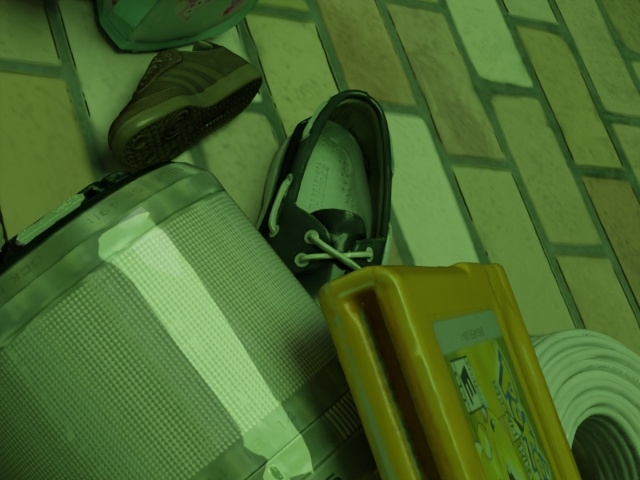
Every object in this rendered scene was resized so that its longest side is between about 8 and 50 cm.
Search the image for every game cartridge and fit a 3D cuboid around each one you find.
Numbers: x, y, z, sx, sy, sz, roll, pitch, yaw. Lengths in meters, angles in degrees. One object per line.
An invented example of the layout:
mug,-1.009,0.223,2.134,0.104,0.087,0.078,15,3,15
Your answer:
game cartridge,0.115,0.150,0.867,0.324,0.053,0.285,-1,70,-70

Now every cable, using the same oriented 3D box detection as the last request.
cable,0.210,0.199,1.116,0.257,0.089,0.257,-28,92,-44

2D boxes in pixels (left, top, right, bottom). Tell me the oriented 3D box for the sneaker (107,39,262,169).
sneaker,-0.124,-0.114,1.123,0.071,0.066,0.188,38,33,13

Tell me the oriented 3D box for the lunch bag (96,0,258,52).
lunch bag,-0.079,-0.294,1.163,0.160,0.223,0.262,35,43,-16

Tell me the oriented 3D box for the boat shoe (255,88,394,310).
boat shoe,0.000,0.000,1.105,0.114,0.091,0.302,20,47,-21

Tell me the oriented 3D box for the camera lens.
camera lens,-0.088,0.106,0.851,0.274,0.219,0.219,51,40,2
